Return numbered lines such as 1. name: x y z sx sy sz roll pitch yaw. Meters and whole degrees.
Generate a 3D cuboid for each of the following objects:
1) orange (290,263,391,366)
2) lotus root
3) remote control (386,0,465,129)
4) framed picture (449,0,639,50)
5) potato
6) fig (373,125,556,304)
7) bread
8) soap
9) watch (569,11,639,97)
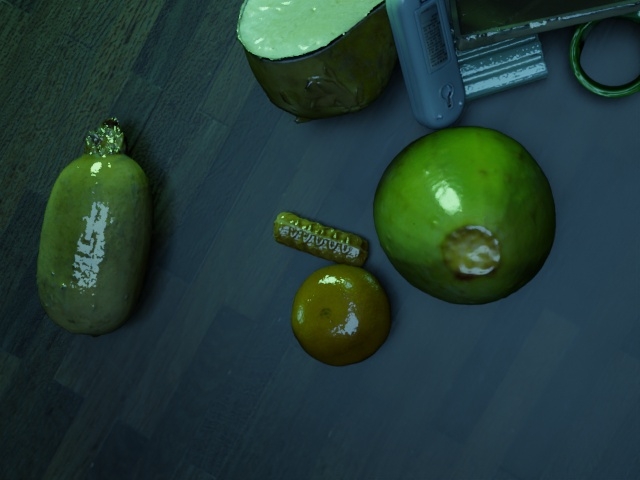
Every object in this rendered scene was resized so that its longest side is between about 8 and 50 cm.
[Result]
1. orange: 0.033 0.114 1.807 0.156 0.124 0.156 -4 80 23
2. lotus root: -0.345 -0.020 1.848 0.169 0.151 0.343 10 97 8
3. remote control: 0.152 -0.267 1.684 0.087 0.047 0.244 -36 125 -27
4. framed picture: 0.336 -0.384 1.711 0.315 0.024 0.232 -10 48 10
5. potato: 0.028 -0.305 1.766 0.299 0.196 0.246 -43 51 -15
6. fig: 0.207 -0.022 1.671 0.258 0.326 0.258 -1 109 -2
7. bread: 0.000 0.000 1.846 0.157 0.044 0.052 19 89 7
8. soap: 0.231 -0.270 1.787 0.198 0.063 0.114 -15 90 10
9. watch: 0.447 -0.280 1.726 0.165 0.131 0.152 16 105 8
